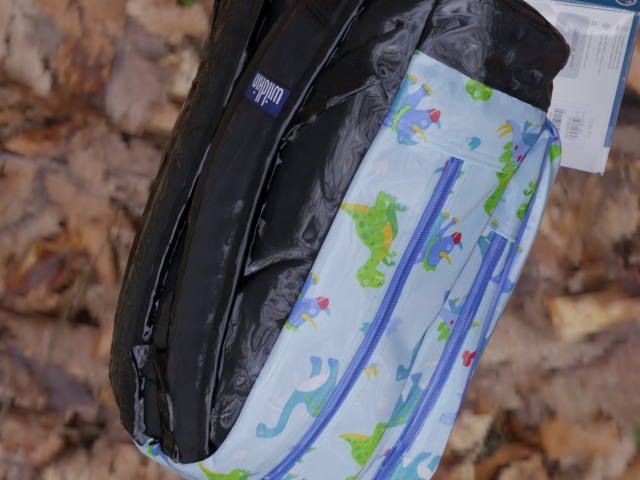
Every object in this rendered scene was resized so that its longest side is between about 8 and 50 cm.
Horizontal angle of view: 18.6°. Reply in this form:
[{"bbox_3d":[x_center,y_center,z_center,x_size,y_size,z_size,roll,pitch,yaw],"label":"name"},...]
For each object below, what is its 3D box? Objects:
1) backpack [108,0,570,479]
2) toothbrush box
[{"bbox_3d":[0.000,0.000,1.261,0.273,0.290,0.356,33,87,-37],"label":"backpack"},{"bbox_3d":[0.260,-0.248,1.983,0.126,0.295,0.216,10,135,5],"label":"toothbrush box"}]
